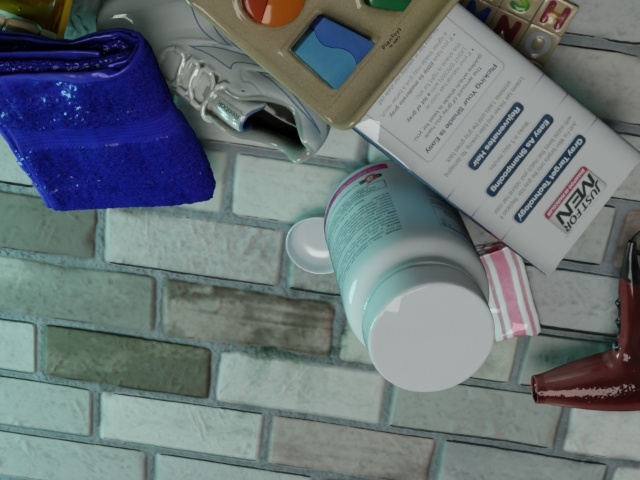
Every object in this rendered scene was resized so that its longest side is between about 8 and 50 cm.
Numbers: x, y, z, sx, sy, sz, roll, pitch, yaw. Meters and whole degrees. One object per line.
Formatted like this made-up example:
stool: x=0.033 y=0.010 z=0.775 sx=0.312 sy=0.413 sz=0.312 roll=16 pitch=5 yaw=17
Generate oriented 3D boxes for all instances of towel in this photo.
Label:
towel: x=0.167 y=0.081 z=1.749 sx=0.197 sy=0.029 sz=0.144 roll=-13 pitch=121 yaw=15
towel: x=-0.259 y=-0.121 z=1.548 sx=0.228 sy=0.076 sz=0.308 roll=2 pitch=154 yaw=14

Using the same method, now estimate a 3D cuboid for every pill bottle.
pill bottle: x=0.098 y=0.037 z=1.561 sx=0.160 sy=0.283 sz=0.160 roll=-3 pitch=118 yaw=-6

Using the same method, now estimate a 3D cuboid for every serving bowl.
serving bowl: x=0.000 y=0.000 z=1.716 sx=0.083 sy=0.027 sz=0.083 roll=3 pitch=123 yaw=4

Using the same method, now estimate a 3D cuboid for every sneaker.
sneaker: x=-0.112 y=-0.186 z=1.548 sx=0.297 sy=0.129 sz=0.111 roll=24 pitch=124 yaw=-7

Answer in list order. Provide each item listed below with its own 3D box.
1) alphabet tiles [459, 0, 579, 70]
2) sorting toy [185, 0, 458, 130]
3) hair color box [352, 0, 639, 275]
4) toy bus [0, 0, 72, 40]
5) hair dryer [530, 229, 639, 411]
alphabet tiles: x=0.152 y=-0.258 z=1.542 sx=0.237 sy=0.009 sz=0.198 roll=24 pitch=122 yaw=-8
sorting toy: x=0.040 y=-0.290 z=1.380 sx=0.229 sy=0.041 sz=0.307 roll=39 pitch=91 yaw=-20
hair color box: x=0.159 y=-0.134 z=1.520 sx=0.347 sy=0.105 sz=0.174 roll=37 pitch=95 yaw=-16
toy bus: x=-0.342 y=-0.233 z=1.556 sx=0.202 sy=0.104 sz=0.191 roll=0 pitch=155 yaw=21
hair dryer: x=0.382 y=0.112 z=1.725 sx=0.293 sy=0.080 sz=0.223 roll=-42 pitch=108 yaw=12
